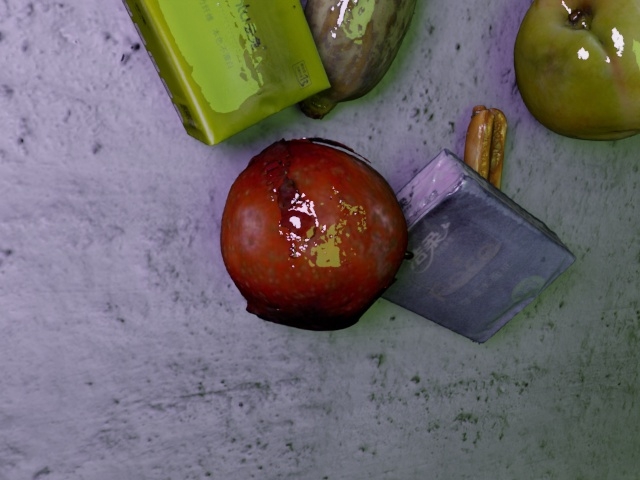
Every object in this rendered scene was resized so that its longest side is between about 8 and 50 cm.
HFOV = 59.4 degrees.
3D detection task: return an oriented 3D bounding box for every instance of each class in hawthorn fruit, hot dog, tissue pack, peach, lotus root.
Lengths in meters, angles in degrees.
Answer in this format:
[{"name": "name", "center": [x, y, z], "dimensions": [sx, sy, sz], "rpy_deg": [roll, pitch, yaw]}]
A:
[{"name": "hawthorn fruit", "center": [-0.017, 0.000, 0.881], "dimensions": [0.316, 0.316, 0.316], "rpy_deg": [-10, 111, -26]}, {"name": "hot dog", "center": [0.327, -0.149, 1.147], "dimensions": [0.100, 0.068, 0.250], "rpy_deg": [-21, 120, -40]}, {"name": "tissue pack", "center": [-0.142, -0.303, 0.768], "dimensions": [0.200, 0.167, 0.275], "rpy_deg": [-31, 120, -17]}, {"name": "peach", "center": [0.517, -0.339, 1.062], "dimensions": [0.315, 0.281, 0.314], "rpy_deg": [23, 56, -60]}, {"name": "lotus root", "center": [0.051, -0.336, 0.884], "dimensions": [0.173, 0.173, 0.309], "rpy_deg": [9, 110, -31]}, {"name": "tissue pack", "center": [0.280, 0.031, 1.108], "dimensions": [0.394, 0.124, 0.288], "rpy_deg": [28, 115, -34]}]
